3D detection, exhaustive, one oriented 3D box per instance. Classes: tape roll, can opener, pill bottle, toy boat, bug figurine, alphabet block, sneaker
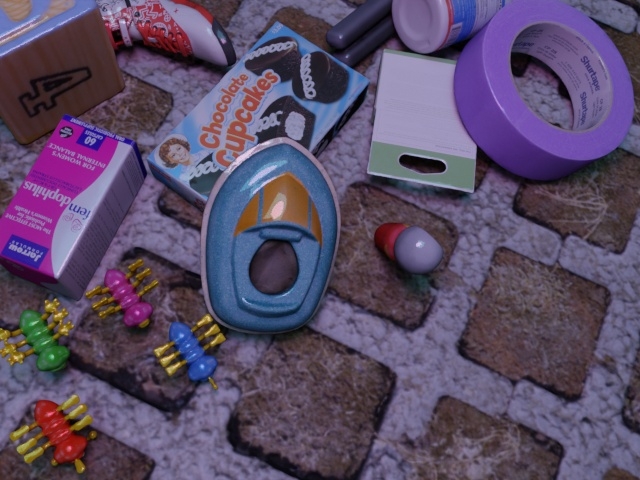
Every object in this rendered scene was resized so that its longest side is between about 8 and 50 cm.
[{"bbox_3d":[0.350,-0.237,1.042,0.274,0.090,0.275,6,72,-18],"label":"tape roll"},{"bbox_3d":[0.107,-0.405,1.145,0.283,0.076,0.095,-42,45,-18],"label":"can opener"},{"bbox_3d":[0.237,-0.398,1.103,0.221,0.124,0.124,-27,73,-29],"label":"pill bottle"},{"bbox_3d":[0.000,0.000,0.895,0.317,0.148,0.268,2,99,-16],"label":"toy boat"},{"bbox_3d":[-0.276,0.153,0.867,0.278,0.072,0.216,-29,86,-18],"label":"bug figurine"},{"bbox_3d":[-0.432,-0.297,0.976,0.193,0.197,0.192,-33,76,-16],"label":"alphabet block"},{"bbox_3d":[-0.265,-0.332,1.060,0.145,0.090,0.270,-40,71,-17],"label":"sneaker"}]

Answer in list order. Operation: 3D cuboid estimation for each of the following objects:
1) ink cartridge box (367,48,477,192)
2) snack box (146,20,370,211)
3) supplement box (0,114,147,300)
[{"bbox_3d":[0.166,-0.185,1.060,0.171,0.056,0.235,10,70,-1],"label":"ink cartridge box"},{"bbox_3d":[-0.090,-0.176,1.031,0.187,0.060,0.322,34,70,9],"label":"snack box"},{"bbox_3d":[-0.348,-0.045,0.931,0.111,0.114,0.220,21,70,2],"label":"supplement box"}]
